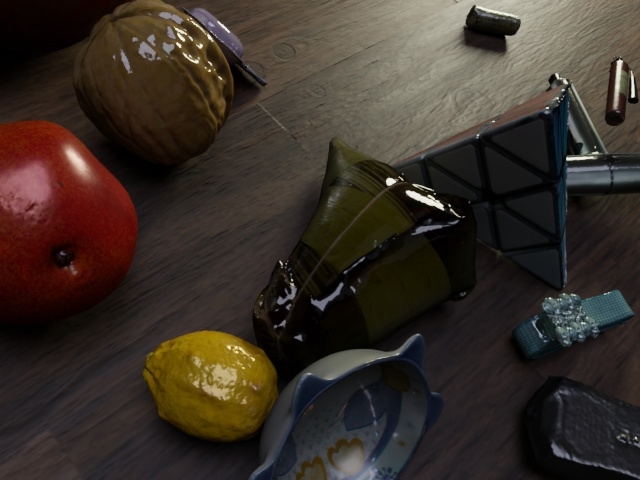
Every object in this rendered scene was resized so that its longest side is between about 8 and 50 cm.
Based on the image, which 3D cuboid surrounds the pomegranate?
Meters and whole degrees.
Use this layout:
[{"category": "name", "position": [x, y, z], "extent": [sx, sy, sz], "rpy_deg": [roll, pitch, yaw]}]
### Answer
[{"category": "pomegranate", "position": [-0.321, -0.025, 0.728], "extent": [0.220, 0.221, 0.257], "rpy_deg": [-14, 35, -21]}]

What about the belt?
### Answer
[{"category": "belt", "position": [0.338, 0.100, 0.855], "extent": [0.179, 0.100, 0.065], "rpy_deg": [-15, 65, -25]}]

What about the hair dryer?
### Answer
[{"category": "hair dryer", "position": [0.487, -0.181, 1.050], "extent": [0.320, 0.156, 0.284], "rpy_deg": [6, 66, 1]}]

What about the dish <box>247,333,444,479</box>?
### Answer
[{"category": "dish", "position": [0.016, 0.178, 0.681], "extent": [0.236, 0.228, 0.086], "rpy_deg": [16, 11, -43]}]

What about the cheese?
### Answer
[{"category": "cheese", "position": [-0.144, -0.285, 0.966], "extent": [0.105, 0.191, 0.042], "rpy_deg": [42, 93, 16]}]

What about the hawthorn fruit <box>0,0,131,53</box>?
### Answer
[{"category": "hawthorn fruit", "position": [-0.421, -0.430, 0.890], "extent": [0.402, 0.403, 0.403], "rpy_deg": [6, 56, -9]}]

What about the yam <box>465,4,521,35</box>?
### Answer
[{"category": "yam", "position": [0.319, -0.406, 1.224], "extent": [0.094, 0.043, 0.043], "rpy_deg": [9, 55, -8]}]

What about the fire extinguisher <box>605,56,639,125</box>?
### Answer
[{"category": "fire extinguisher", "position": [0.482, -0.244, 1.052], "extent": [0.049, 0.035, 0.173], "rpy_deg": [5, 49, 23]}]

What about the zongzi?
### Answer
[{"category": "zongzi", "position": [0.000, 0.000, 0.839], "extent": [0.289, 0.154, 0.317], "rpy_deg": [-26, 47, -23]}]

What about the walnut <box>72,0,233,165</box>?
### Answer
[{"category": "walnut", "position": [-0.214, -0.199, 0.868], "extent": [0.213, 0.213, 0.213], "rpy_deg": [6, 56, -9]}]

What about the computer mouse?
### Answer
[{"category": "computer mouse", "position": [0.345, 0.241, 0.774], "extent": [0.217, 0.073, 0.122], "rpy_deg": [19, 52, 8]}]

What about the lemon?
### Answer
[{"category": "lemon", "position": [-0.116, 0.154, 0.704], "extent": [0.155, 0.114, 0.114], "rpy_deg": [16, 54, 4]}]

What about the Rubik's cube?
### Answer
[{"category": "Rubik's cube", "position": [0.264, -0.103, 0.906], "extent": [0.228, 0.233, 0.228], "rpy_deg": [12, 32, -29]}]
